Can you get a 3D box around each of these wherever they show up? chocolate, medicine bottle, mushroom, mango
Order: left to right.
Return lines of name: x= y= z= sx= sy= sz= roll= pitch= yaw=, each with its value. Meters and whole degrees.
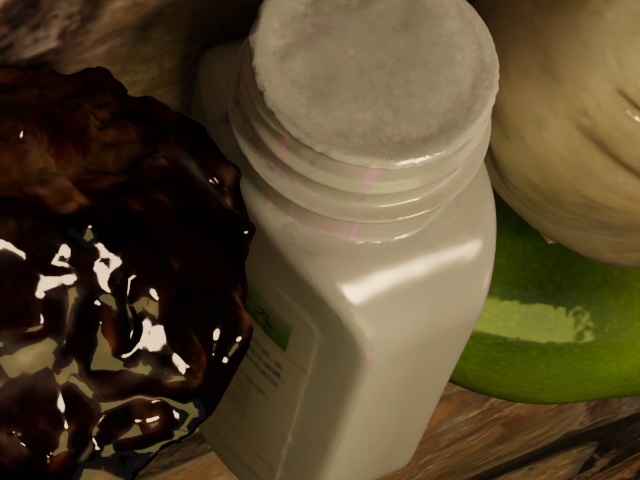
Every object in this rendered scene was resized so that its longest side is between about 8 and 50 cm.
chocolate: x=-0.150 y=-0.017 z=0.771 sx=0.206 sy=0.224 sz=0.177 roll=-62 pitch=142 yaw=-26
medicine bottle: x=0.000 y=0.000 z=0.943 sx=0.124 sy=0.179 sz=0.324 roll=-20 pitch=155 yaw=-18
mango: x=0.170 y=0.021 z=1.209 sx=0.343 sy=0.156 sz=0.192 roll=-3 pitch=146 yaw=-43
mushroom: x=0.202 y=-0.078 z=0.922 sx=0.315 sy=0.315 sz=0.356 roll=13 pitch=99 yaw=-58
